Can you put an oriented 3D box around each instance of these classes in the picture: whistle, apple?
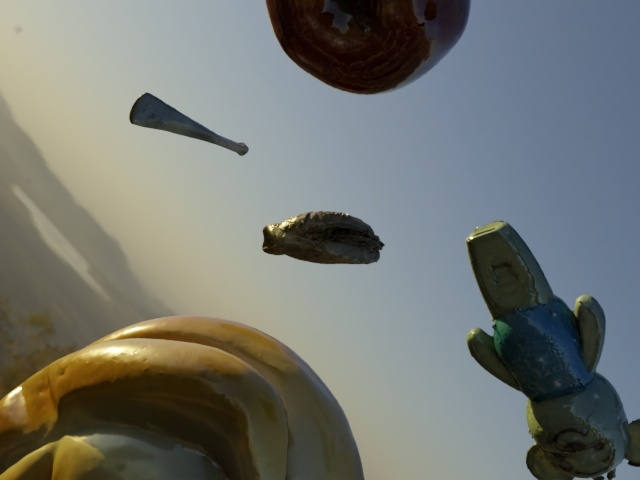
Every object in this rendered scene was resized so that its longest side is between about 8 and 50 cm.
[{"bbox_3d":[0.175,0.093,0.828,0.235,0.114,0.077,62,29,-16],"label":"whistle"},{"bbox_3d":[0.065,-0.353,1.448,0.288,0.288,0.317,50,34,-15],"label":"apple"}]

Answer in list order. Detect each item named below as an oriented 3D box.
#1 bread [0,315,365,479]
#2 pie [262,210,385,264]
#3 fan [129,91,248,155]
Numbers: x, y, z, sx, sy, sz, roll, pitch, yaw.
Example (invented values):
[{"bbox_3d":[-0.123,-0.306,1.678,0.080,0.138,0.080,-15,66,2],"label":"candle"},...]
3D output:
[{"bbox_3d":[-0.166,0.261,0.926,0.329,0.424,0.245,51,11,2],"label":"bread"},{"bbox_3d":[0.000,0.000,1.628,0.163,0.078,0.193,-5,-8,40],"label":"pie"},{"bbox_3d":[-0.217,-0.183,1.813,0.023,0.057,0.282,33,7,36],"label":"fan"}]
